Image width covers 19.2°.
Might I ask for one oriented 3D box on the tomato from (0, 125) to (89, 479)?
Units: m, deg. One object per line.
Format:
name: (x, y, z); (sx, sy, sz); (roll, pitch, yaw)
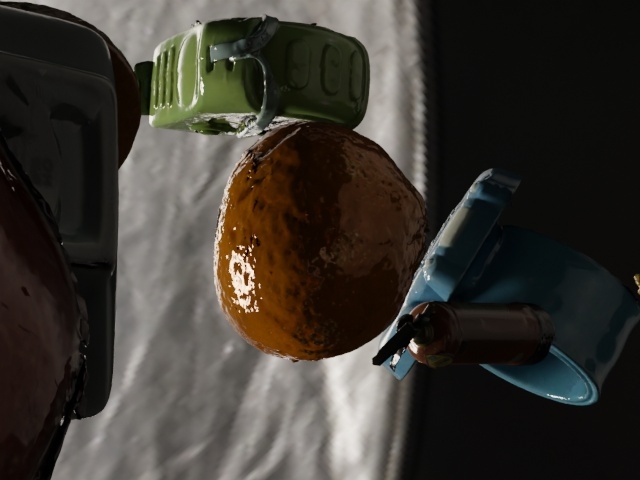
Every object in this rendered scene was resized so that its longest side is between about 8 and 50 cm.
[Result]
tomato: (-0.175, 0.000, 0.491); (0.214, 0.181, 0.155); (41, 173, 44)

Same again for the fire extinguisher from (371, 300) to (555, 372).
fire extinguisher: (0.105, 0.072, 1.403); (0.050, 0.177, 0.062); (48, 117, 31)

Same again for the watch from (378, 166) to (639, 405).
watch: (0.175, 0.057, 1.638); (0.193, 0.211, 0.211); (31, 128, 0)

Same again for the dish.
dish: (-0.164, -0.028, 0.755); (0.080, 0.243, 0.182); (-15, 72, 45)

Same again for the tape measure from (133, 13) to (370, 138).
tape measure: (-0.041, -0.121, 1.400); (0.177, 0.154, 0.087); (174, 102, -68)

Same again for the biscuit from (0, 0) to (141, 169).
biscuit: (-0.196, -0.069, 1.108); (0.049, 0.181, 0.208); (57, 174, 31)

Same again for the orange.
orange: (0.000, 0.001, 1.044); (0.117, 0.135, 0.136); (2, 115, 11)

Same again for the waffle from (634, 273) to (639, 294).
waffle: (0.356, -0.004, 1.763); (0.160, 0.046, 0.192); (23, 133, 45)
